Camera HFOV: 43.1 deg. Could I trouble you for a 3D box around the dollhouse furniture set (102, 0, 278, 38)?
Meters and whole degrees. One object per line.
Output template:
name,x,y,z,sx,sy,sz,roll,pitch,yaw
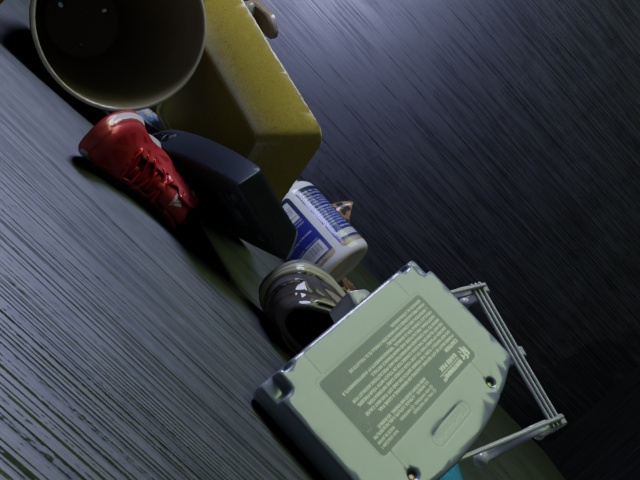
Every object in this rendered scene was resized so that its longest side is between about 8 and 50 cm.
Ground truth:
dollhouse furniture set,-0.253,-0.393,1.769,0.256,0.362,0.394,48,-25,39

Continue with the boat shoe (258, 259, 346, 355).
boat shoe,0.055,0.174,1.144,0.355,0.132,0.130,36,18,-20

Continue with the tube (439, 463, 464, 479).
tube,0.185,0.354,1.149,0.080,0.052,0.207,40,12,-17

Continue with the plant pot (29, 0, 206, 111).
plant pot,-0.350,-0.346,1.288,0.256,0.256,0.274,44,-9,-31

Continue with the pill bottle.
pill bottle,-0.036,-0.032,1.747,0.264,0.153,0.153,49,5,16

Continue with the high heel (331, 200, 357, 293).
high heel,0.073,0.045,1.852,0.261,0.186,0.093,46,4,-6

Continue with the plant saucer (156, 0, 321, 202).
plant saucer,-0.166,-0.199,1.355,0.332,0.081,0.333,59,-37,16

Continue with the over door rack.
over door rack,0.162,0.179,1.062,0.324,0.108,0.239,-1,55,-47

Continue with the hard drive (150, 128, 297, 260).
hard drive,-0.143,-0.075,1.168,0.255,0.054,0.172,26,-25,44

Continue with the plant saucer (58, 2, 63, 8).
plant saucer,-0.567,-0.536,1.951,0.317,0.044,0.317,45,5,-5

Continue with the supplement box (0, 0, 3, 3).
supplement box,-0.511,-0.496,1.202,0.194,0.191,0.129,47,4,14

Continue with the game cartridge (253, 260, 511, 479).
game cartridge,0.086,0.159,0.882,0.196,0.060,0.294,45,45,11

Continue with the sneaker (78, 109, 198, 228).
sneaker,-0.216,-0.087,1.042,0.128,0.087,0.221,46,6,8

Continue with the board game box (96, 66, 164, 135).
board game box,-0.329,-0.224,1.473,0.136,0.035,0.201,48,5,17
